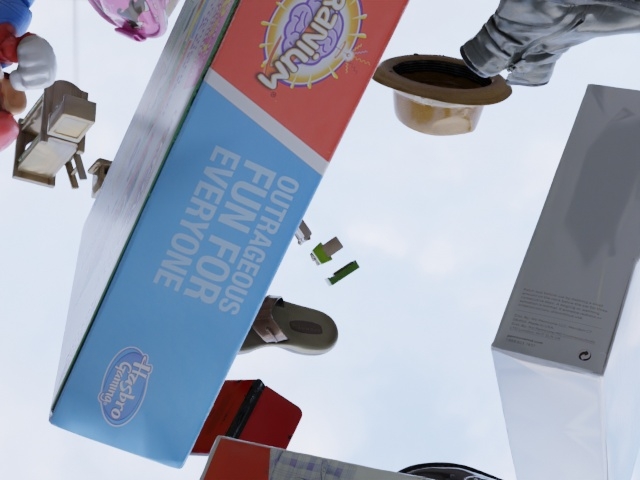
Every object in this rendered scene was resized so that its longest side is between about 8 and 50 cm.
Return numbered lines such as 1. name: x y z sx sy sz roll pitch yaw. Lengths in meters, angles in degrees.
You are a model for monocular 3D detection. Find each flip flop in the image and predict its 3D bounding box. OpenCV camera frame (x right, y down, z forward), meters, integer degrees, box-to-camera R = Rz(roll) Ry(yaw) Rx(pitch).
1. flip flop: -0.079 0.132 1.813 0.277 0.080 0.112 11 -123 -32

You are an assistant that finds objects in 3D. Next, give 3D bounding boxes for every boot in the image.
1. boot: 0.290 -0.242 1.268 0.246 0.161 0.083 7 -129 -22
2. boot: 0.201 0.305 1.295 0.263 0.229 0.091 8 -105 8

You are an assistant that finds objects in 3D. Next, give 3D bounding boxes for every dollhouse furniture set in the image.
1. dollhouse furniture set: -0.290 -0.144 1.444 0.161 0.182 0.101 15 -121 -31
2. dollhouse furniture set: 0.000 0.000 1.887 0.058 0.076 0.152 -34 -90 -13

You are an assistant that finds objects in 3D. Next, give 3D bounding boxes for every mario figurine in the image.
1. mario figurine: -0.373 -0.233 1.185 0.170 0.198 0.321 22 -118 -31

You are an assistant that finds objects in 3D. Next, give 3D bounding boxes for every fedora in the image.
1. fedora: 0.159 -0.193 1.501 0.194 0.079 0.194 3 -152 -2

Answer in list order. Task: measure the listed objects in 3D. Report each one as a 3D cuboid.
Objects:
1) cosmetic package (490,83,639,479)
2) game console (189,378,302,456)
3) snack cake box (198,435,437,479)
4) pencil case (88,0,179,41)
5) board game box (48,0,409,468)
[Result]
1. cosmetic package: 0.260 0.088 1.035 0.097 0.377 0.284 14 -121 24
2. game console: -0.118 0.292 1.702 0.124 0.085 0.144 -7 -140 36
3. snack cake box: 0.007 0.258 0.882 0.264 0.089 0.152 4 -117 39
4. pencil case: -0.193 -0.461 1.600 0.167 0.160 0.386 46 -122 -20
5. board game box: -0.061 -0.057 0.601 0.064 0.242 0.316 24 -169 -15
